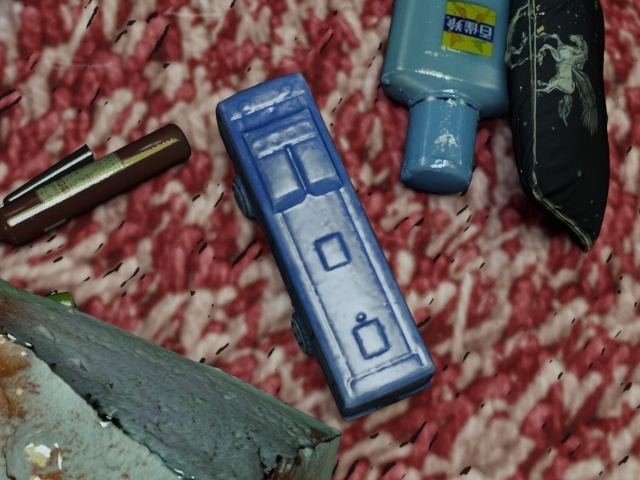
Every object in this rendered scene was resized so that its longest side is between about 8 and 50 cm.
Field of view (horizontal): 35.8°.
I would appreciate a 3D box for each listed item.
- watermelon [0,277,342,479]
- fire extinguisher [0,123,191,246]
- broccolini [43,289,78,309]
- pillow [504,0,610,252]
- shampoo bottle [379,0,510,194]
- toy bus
[{"bbox_3d":[-0.131,0.163,0.525,0.320,0.213,0.289,40,63,-25],"label":"watermelon"},{"bbox_3d":[-0.175,-0.038,0.688,0.173,0.035,0.049,-30,83,-17],"label":"fire extinguisher"},{"bbox_3d":[-0.225,0.151,0.620,0.123,0.062,0.271,38,70,-6],"label":"broccolini"},{"bbox_3d":[0.172,-0.108,0.708,0.055,0.141,0.208,-8,69,30],"label":"pillow"},{"bbox_3d":[0.102,-0.160,0.743,0.103,0.061,0.258,11,73,-8],"label":"shampoo bottle"},{"bbox_3d":[0.003,-0.002,0.666,0.079,0.094,0.236,-21,78,-12],"label":"toy bus"}]
